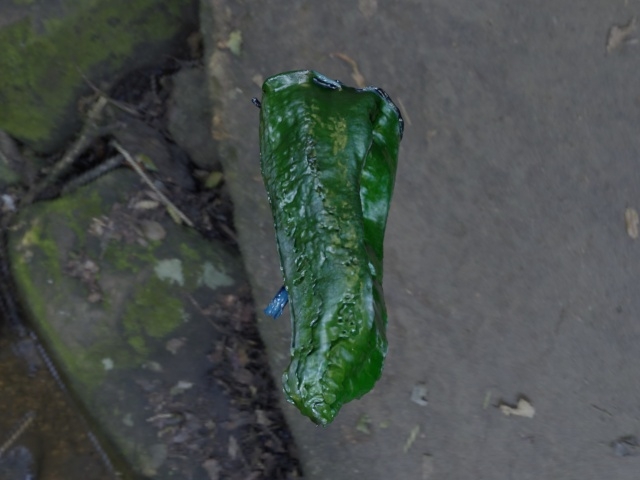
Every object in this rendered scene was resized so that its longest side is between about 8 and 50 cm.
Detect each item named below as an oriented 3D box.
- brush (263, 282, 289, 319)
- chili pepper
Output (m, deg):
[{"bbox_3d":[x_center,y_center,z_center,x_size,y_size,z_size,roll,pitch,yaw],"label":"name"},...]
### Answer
[{"bbox_3d":[-0.014,0.020,0.603,0.014,0.164,0.051,32,100,0],"label":"brush"},{"bbox_3d":[0.000,0.000,0.498,0.088,0.059,0.227,16,39,-10],"label":"chili pepper"}]
